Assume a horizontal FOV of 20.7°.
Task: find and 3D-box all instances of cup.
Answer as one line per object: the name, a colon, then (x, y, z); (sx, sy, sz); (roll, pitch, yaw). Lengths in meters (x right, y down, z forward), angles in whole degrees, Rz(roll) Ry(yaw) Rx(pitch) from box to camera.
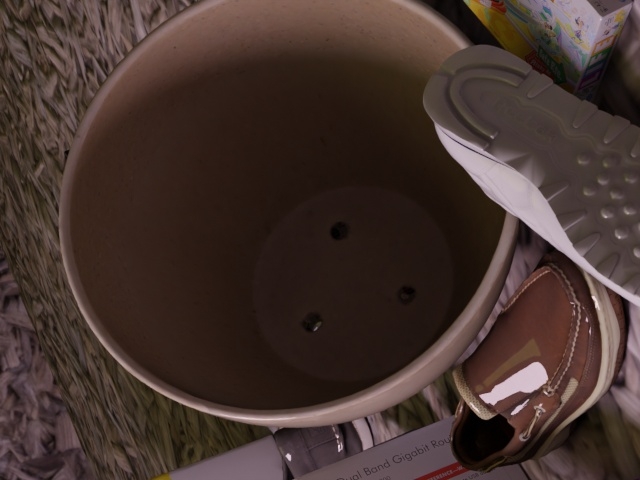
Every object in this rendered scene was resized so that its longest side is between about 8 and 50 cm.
cup: (0.000, 0.000, 1.314); (0.331, 0.331, 0.237); (62, -177, 23)

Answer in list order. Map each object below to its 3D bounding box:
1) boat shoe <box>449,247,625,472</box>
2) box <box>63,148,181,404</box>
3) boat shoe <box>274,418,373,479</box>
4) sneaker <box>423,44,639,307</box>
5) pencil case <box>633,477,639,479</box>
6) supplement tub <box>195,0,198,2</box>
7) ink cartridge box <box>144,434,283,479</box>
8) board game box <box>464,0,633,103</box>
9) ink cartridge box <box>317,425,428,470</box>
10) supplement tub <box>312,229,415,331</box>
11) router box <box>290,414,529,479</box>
boat shoe: (0.147, 0.099, 1.267); (0.095, 0.095, 0.257); (59, 159, 30)
box: (-0.232, 0.034, 2.311); (0.322, 0.079, 0.257); (39, 143, 57)
boat shoe: (-0.013, 0.280, 1.907); (0.112, 0.095, 0.335); (58, 158, 32)
sneaker: (0.165, -0.029, 1.098); (0.235, 0.090, 0.095); (45, 168, 26)
pencil case: (0.147, 0.232, 1.265); (0.236, 0.104, 0.104); (-15, 96, 39)
supplement tub: (-0.078, -0.262, 1.520); (0.198, 0.106, 0.106); (63, 161, 20)
ink cartridge box: (-0.197, 0.433, 2.141); (0.279, 0.384, 0.160); (90, 156, -46)
board game box: (0.130, -0.167, 1.118); (0.154, 0.026, 0.103); (53, 156, 23)
ink cartridge box: (0.053, 0.217, 1.613); (0.052, 0.122, 0.088); (69, 162, 4)
supplement tub: (0.023, 0.041, 1.489); (0.190, 0.117, 0.117); (53, 157, 20)
router box: (0.053, 0.319, 1.387); (0.082, 0.335, 0.301); (92, 153, -49)
